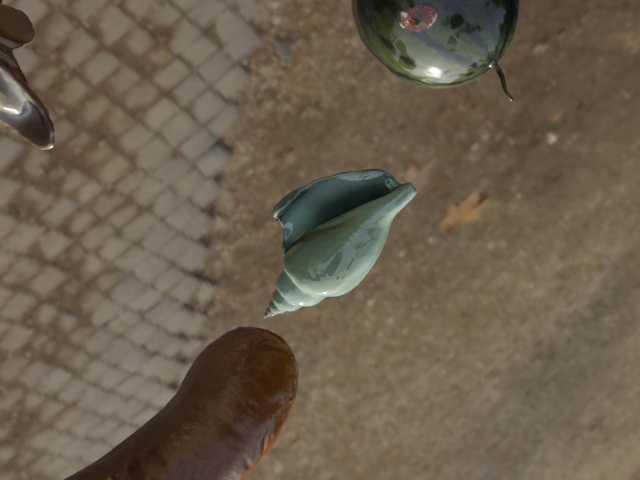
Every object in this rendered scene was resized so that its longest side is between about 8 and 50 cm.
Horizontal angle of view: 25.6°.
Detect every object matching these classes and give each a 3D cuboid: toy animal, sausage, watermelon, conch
[{"bbox_3d":[-0.226,-0.132,0.848,0.089,0.188,0.179,-44,-163,40],"label":"toy animal"},{"bbox_3d":[-0.127,0.160,0.910,0.302,0.103,0.076,-32,146,-24],"label":"sausage"},{"bbox_3d":[0.081,-0.140,0.889,0.105,0.133,0.105,-39,173,-5],"label":"watermelon"},{"bbox_3d":[0.005,0.001,1.154,0.180,0.088,0.065,-46,159,22],"label":"conch"}]
